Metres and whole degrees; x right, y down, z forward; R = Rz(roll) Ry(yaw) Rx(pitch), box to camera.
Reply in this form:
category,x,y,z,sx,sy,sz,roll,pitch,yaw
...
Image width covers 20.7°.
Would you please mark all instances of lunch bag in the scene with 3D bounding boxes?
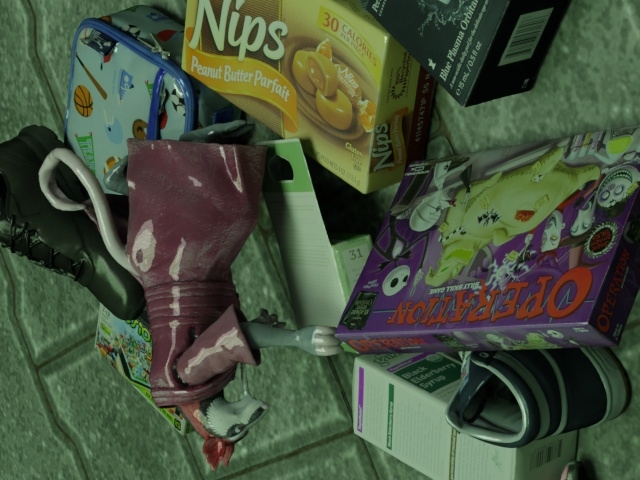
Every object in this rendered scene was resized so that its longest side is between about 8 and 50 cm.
category,x,y,z,sx,sy,sz,roll,pitch,yaw
lunch bag,-0.199,-0.121,2.080,0.243,0.115,0.303,35,131,36

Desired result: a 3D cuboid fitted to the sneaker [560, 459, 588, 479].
category,x,y,z,sx,sy,sz,roll,pitch,yaw
sneaker,0.270,0.271,1.709,0.057,0.047,0.119,-11,97,31

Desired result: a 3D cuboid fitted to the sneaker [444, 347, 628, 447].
category,x,y,z,sx,sy,sz,roll,pitch,yaw
sneaker,0.150,0.089,1.684,0.282,0.153,0.099,44,135,32

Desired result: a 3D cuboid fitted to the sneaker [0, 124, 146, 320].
category,x,y,z,sx,sy,sz,roll,pitch,yaw
sneaker,-0.316,-0.006,2.083,0.286,0.130,0.109,47,138,20

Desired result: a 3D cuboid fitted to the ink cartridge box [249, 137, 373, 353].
category,x,y,z,sx,sy,sz,roll,pitch,yaw
ink cartridge box,0.000,0.000,1.884,0.171,0.056,0.235,-177,73,-69

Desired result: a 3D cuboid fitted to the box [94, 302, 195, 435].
category,x,y,z,sx,sy,sz,roll,pitch,yaw
box,-0.218,0.148,2.275,0.207,0.036,0.114,39,132,36

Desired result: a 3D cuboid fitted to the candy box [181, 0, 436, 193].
category,x,y,z,sx,sy,sz,roll,pitch,yaw
candy box,-0.016,-0.204,1.829,0.316,0.087,0.183,37,132,38

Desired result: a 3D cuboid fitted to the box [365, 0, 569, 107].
category,x,y,z,sx,sy,sz,roll,pitch,yaw
box,0.141,-0.235,1.616,0.158,0.093,0.156,49,138,29

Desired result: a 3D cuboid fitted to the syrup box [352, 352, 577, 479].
category,x,y,z,sx,sy,sz,roll,pitch,yaw
syrup box,0.143,0.186,1.784,0.237,0.093,0.096,27,125,44

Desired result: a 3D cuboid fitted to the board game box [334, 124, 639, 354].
category,x,y,z,sx,sy,sz,roll,pitch,yaw
board game box,0.168,0.004,1.608,0.347,0.056,0.208,-7,56,52

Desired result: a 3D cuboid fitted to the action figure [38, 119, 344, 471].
category,x,y,z,sx,sy,sz,roll,pitch,yaw
action figure,-0.141,0.061,1.856,0.248,0.276,0.370,140,128,-66
